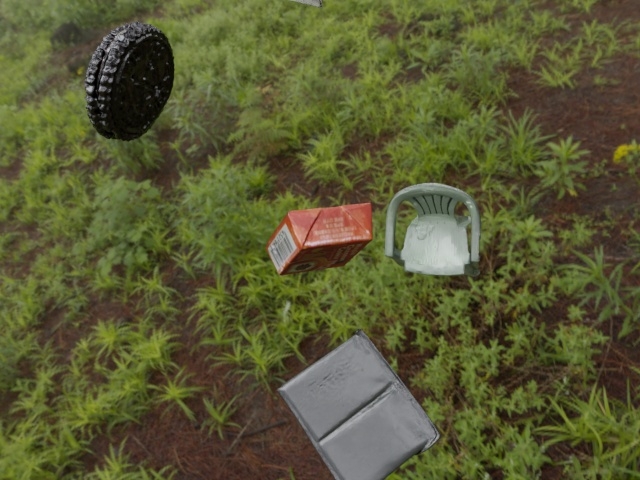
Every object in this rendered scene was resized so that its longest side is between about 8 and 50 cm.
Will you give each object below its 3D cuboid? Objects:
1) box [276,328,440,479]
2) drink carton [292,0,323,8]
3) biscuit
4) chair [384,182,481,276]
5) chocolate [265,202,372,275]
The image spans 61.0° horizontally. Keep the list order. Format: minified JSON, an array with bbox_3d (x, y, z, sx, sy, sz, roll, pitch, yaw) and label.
[{"bbox_3d":[0.077,0.349,1.150,0.204,0.345,0.251,-35,77,-4],"label":"box"},{"bbox_3d":[-0.125,-0.667,1.212,0.325,0.194,0.132,19,66,16],"label":"drink carton"},{"bbox_3d":[-0.296,-0.247,0.859,0.053,0.194,0.194,21,59,9],"label":"biscuit"},{"bbox_3d":[0.263,-0.015,1.242,0.204,0.275,0.190,3,87,17],"label":"chair"},{"bbox_3d":[0.000,0.000,1.430,0.235,0.237,0.108,-8,69,-25],"label":"chocolate"}]
